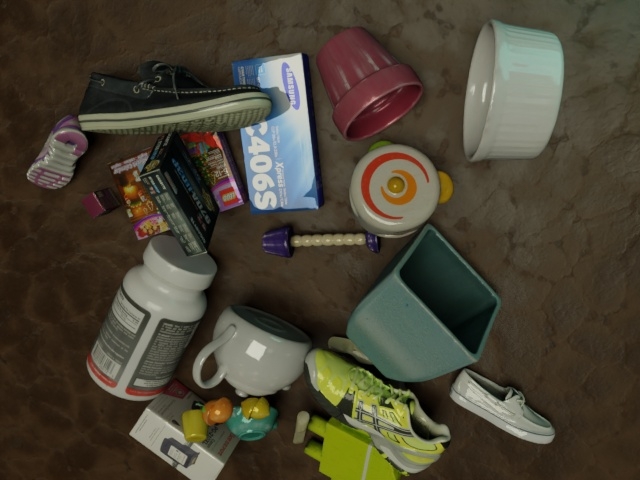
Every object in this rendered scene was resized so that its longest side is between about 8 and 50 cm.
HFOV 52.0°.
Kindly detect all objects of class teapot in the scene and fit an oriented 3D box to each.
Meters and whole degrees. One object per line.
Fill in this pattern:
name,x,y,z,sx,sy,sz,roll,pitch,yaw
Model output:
teapot,-0.154,0.275,1.527,0.255,0.252,0.187,24,93,-8

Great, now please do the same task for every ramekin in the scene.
ramekin,0.376,-0.289,1.300,0.135,0.277,0.277,5,103,1

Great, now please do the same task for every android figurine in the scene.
android figurine,0.089,0.530,1.604,0.272,0.056,0.248,19,120,24

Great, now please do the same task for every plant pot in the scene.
plant pot,0.203,0.164,1.453,0.248,0.247,0.252,47,128,-2
plant pot,0.088,-0.339,1.390,0.201,0.201,0.180,-35,78,16

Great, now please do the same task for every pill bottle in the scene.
pill bottle,-0.401,0.185,1.585,0.210,0.210,0.363,30,106,3

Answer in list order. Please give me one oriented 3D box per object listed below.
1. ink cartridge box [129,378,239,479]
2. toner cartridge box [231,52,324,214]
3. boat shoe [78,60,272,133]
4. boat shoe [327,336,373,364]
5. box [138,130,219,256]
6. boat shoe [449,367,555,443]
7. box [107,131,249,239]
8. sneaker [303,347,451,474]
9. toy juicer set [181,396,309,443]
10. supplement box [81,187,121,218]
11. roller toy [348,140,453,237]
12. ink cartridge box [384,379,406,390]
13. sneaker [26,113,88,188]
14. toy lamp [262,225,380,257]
ink cartridge box,-0.330,0.485,1.657,0.237,0.172,0.100,36,107,2
toner cartridge box,-0.094,-0.239,1.499,0.165,0.075,0.348,-5,101,11
boat shoe,-0.333,-0.317,1.444,0.499,0.186,0.156,4,93,29
boat shoe,0.082,0.266,1.597,0.132,0.042,0.049,17,80,6
box,-0.300,-0.101,1.424,0.051,0.175,0.220,-16,123,13
boat shoe,0.432,0.382,1.525,0.258,0.095,0.084,24,110,4
box,-0.340,-0.141,1.578,0.293,0.057,0.201,-18,100,14
sneaker,0.131,0.359,1.480,0.384,0.145,0.147,39,124,-9
toy juicer set,-0.151,0.414,1.571,0.328,0.090,0.209,11,141,-25
supplement box,-0.538,-0.092,1.615,0.043,0.083,0.055,-30,94,15
roller toy,0.160,-0.104,1.416,0.209,0.146,0.191,36,84,5
ink cartridge box,0.178,0.439,1.604,0.104,0.061,0.181,-18,98,16
sneaker,-0.638,-0.220,1.609,0.095,0.105,0.236,21,134,-36
toy lamp,0.000,0.000,1.533,0.274,0.080,0.080,-3,102,13
